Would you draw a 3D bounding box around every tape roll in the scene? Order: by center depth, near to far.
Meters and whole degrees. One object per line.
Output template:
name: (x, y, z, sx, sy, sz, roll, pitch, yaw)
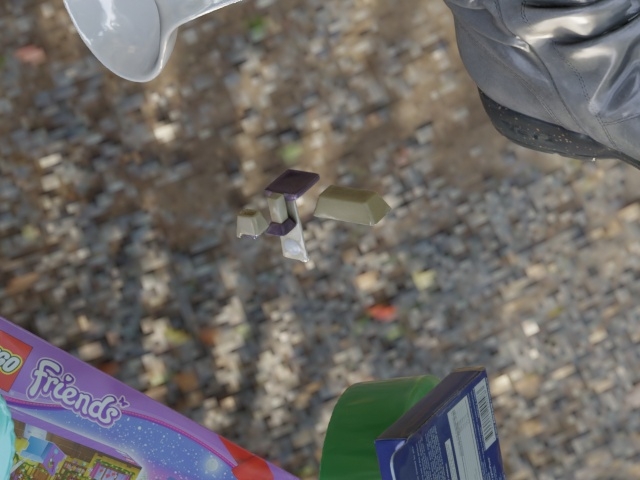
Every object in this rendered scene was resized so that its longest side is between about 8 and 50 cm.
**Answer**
tape roll: (0.086, 0.291, 1.773, 0.077, 0.321, 0.321, -7, 158, 19)

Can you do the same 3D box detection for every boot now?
boot: (0.200, -0.122, 1.101, 0.338, 0.118, 0.223, 10, 154, 32)

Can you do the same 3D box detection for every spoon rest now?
spoon rest: (-0.134, -0.203, 1.532, 0.084, 0.137, 0.276, -36, -163, -37)

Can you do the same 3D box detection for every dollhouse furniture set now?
dollhouse furniture set: (0.000, 0.000, 1.643, 0.091, 0.114, 0.081, -43, 133, -44)

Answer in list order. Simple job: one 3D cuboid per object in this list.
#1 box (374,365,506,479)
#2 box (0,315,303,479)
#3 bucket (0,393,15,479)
box: (0.097, 0.202, 1.542, 0.036, 0.136, 0.225, -6, -169, 25)
box: (-0.172, 0.208, 1.391, 0.201, 0.293, 0.057, -62, -173, -13)
bucket: (-0.345, 0.118, 1.198, 0.281, 0.183, 0.281, -28, 141, -26)
